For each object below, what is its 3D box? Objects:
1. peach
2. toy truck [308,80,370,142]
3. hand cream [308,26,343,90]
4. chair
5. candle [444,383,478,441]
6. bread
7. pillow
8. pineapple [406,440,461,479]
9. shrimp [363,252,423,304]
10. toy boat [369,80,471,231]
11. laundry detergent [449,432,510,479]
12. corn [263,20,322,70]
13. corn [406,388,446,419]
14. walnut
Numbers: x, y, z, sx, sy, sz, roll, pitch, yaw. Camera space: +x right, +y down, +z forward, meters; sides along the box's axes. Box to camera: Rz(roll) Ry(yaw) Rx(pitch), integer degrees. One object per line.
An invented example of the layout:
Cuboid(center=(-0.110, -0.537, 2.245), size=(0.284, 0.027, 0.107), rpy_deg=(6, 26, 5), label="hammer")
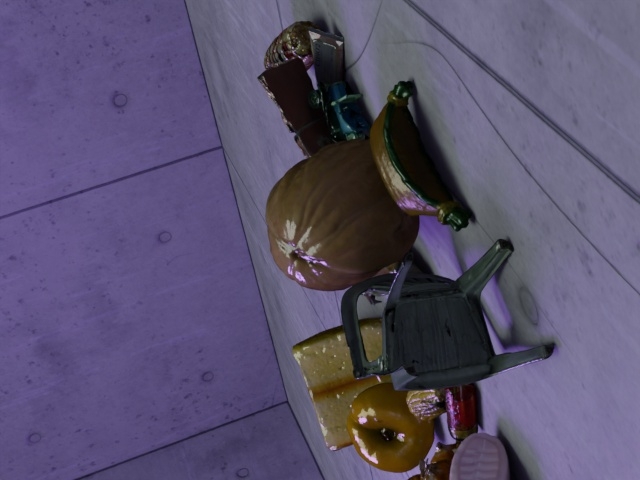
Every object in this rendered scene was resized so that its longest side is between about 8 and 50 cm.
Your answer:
Cuboid(center=(0.133, 0.352, 1.949), size=(0.103, 0.179, 0.179), rpy_deg=(-28, -78, -60), label="peach")
Cuboid(center=(0.050, -0.195, 1.684), size=(0.078, 0.080, 0.154), rpy_deg=(-36, 71, 51), label="toy truck")
Cuboid(center=(0.017, -0.274, 1.760), size=(0.067, 0.043, 0.209), rpy_deg=(23, 146, 24), label="hand cream")
Cuboid(center=(0.149, 0.099, 1.343), size=(0.274, 0.204, 0.190), rpy_deg=(128, 134, -68), label="chair")
Cuboid(center=(0.222, 0.260, 1.624), size=(0.052, 0.052, 0.130), rpy_deg=(-121, 14, -49), label="candle")
Cuboid(center=(0.119, 0.270, 2.194), size=(0.233, 0.245, 0.362), rpy_deg=(70, -160, 0), label="bread")
Cuboid(center=(-0.012, -0.196, 1.722), size=(0.232, 0.043, 0.126), rpy_deg=(57, -144, -8), label="pillow")
Cuboid(center=(0.219, 0.465, 1.775), size=(0.236, 0.186, 0.114), rpy_deg=(-61, 21, 11), label="pineapple")
Cuboid(center=(0.136, 0.113, 1.778), size=(0.246, 0.085, 0.360), rpy_deg=(65, 167, -7), label="shrimp")
Cuboid(center=(0.133, -0.106, 1.399), size=(0.088, 0.089, 0.229), rpy_deg=(-34, 71, 39), label="toy boat")
Cuboid(center=(0.257, 0.452, 1.619), size=(0.335, 0.088, 0.159), rpy_deg=(78, -156, -43), label="laundry detergent")
Cuboid(center=(-0.045, -0.343, 1.851), size=(0.253, 0.086, 0.086), rpy_deg=(166, 85, -77), label="corn")
Cuboid(center=(0.192, 0.265, 1.749), size=(0.203, 0.072, 0.072), rpy_deg=(111, 138, -73), label="corn")
Cuboid(center=(0.038, -0.039, 1.531), size=(0.225, 0.261, 0.224), rpy_deg=(25, 133, 30), label="walnut")
